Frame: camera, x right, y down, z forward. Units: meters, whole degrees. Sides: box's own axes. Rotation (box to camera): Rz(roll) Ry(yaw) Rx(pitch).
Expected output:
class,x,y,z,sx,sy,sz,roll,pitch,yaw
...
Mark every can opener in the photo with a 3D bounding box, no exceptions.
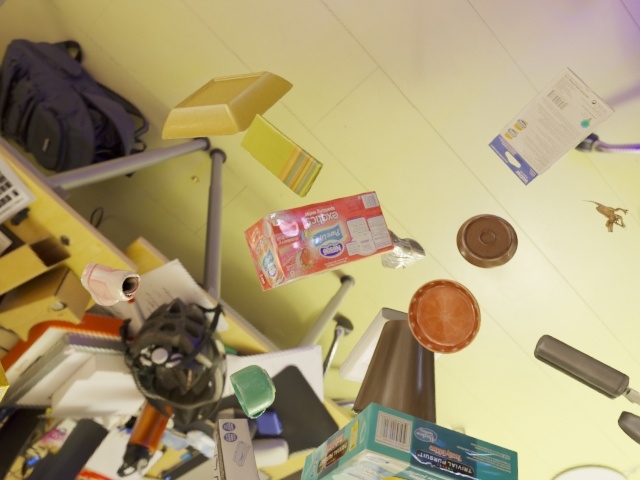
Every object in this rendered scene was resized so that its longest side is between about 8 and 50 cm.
class,x,y,z,sx,sy,sz,roll,pitch,yaw
can opener,0.523,0.283,0.991,0.283,0.095,0.076,28,167,26

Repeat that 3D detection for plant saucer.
class,x,y,z,sx,sy,sz,roll,pitch,yaw
plant saucer,0.467,-0.004,1.509,0.168,0.168,0.029,-5,155,10
plant saucer,0.139,0.085,0.604,0.083,0.013,0.083,-2,87,33
plant saucer,-0.304,-0.440,1.700,0.332,0.333,0.081,3,130,32

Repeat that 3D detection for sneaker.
class,x,y,z,sx,sy,sz,roll,pitch,yaw
sneaker,-0.306,0.074,0.817,0.070,0.051,0.134,13,159,0
sneaker,0.211,0.036,1.645,0.232,0.090,0.115,23,120,-29

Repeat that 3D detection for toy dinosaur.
class,x,y,z,sx,sy,sz,roll,pitch,yaw
toy dinosaur,0.854,-0.085,1.597,0.092,0.183,0.053,15,123,-6

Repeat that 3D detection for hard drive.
class,x,y,z,sx,sy,sz,roll,pitch,yaw
hard drive,0.224,0.341,1.626,0.233,0.047,0.353,16,136,-10

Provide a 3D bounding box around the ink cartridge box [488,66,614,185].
class,x,y,z,sx,sy,sz,roll,pitch,yaw
ink cartridge box,0.680,-0.333,1.609,0.186,0.065,0.311,51,119,14

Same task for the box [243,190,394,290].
class,x,y,z,sx,sy,sz,roll,pitch,yaw
box,0.000,0.000,1.239,0.142,0.300,0.154,-28,80,57

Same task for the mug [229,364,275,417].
class,x,y,z,sx,sy,sz,roll,pitch,yaw
mug,-0.190,0.427,1.545,0.097,0.129,0.158,-24,159,-20

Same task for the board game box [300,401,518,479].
class,x,y,z,sx,sy,sz,roll,pitch,yaw
board game box,0.133,0.408,0.932,0.253,0.079,0.336,21,140,-7

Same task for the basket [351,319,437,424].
class,x,y,z,sx,sy,sz,roll,pitch,yaw
basket,0.195,0.319,1.302,0.204,0.227,0.154,7,154,15

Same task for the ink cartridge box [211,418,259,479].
class,x,y,z,sx,sy,sz,roll,pitch,yaw
ink cartridge box,-0.107,0.338,0.696,0.046,0.207,0.097,4,110,-18

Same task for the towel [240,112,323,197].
class,x,y,z,sx,sy,sz,roll,pitch,yaw
towel,-0.100,-0.217,1.369,0.237,0.021,0.102,41,111,20

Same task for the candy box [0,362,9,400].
class,x,y,z,sx,sy,sz,roll,pitch,yaw
candy box,-0.697,0.256,1.102,0.206,0.027,0.105,46,112,31
